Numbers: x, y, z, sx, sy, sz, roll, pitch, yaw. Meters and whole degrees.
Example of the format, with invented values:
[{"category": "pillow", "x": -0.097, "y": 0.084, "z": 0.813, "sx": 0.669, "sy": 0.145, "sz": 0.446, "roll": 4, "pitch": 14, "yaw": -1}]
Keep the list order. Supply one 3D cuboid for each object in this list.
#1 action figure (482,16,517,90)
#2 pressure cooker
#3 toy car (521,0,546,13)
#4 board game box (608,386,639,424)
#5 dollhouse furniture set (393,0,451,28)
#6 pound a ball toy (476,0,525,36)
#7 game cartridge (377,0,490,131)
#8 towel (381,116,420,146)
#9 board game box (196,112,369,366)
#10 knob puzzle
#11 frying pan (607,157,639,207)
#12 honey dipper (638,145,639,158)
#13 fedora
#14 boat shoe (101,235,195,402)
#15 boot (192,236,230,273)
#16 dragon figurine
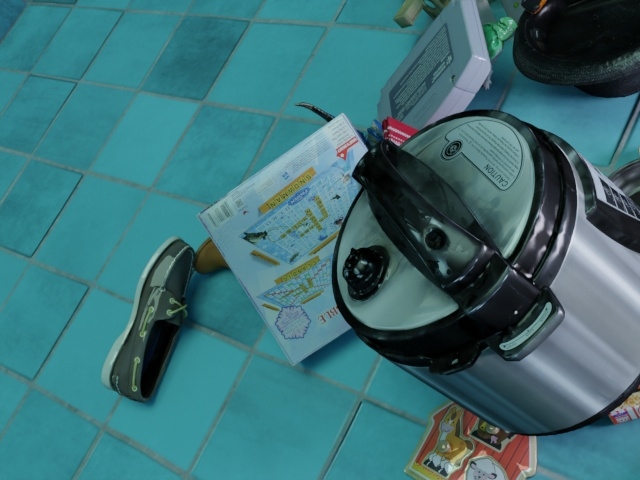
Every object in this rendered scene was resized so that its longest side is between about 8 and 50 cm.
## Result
[{"category": "action figure", "x": 0.278, "y": -0.318, "z": 1.563, "sx": 0.232, "sy": 0.063, "sz": 0.137, "roll": -50, "pitch": 38, "yaw": 45}, {"category": "pressure cooker", "x": 0.222, "y": 0.037, "z": 1.155, "sx": 0.369, "sy": 0.420, "sz": 0.376, "roll": -11, "pitch": 53, "yaw": 47}, {"category": "toy car", "x": 0.403, "y": -0.408, "z": 1.452, "sx": 0.122, "sy": 0.060, "sz": 0.040, "roll": 26, "pitch": 33, "yaw": 34}, {"category": "board game box", "x": 0.461, "y": 0.150, "z": 1.229, "sx": 0.146, "sy": 0.045, "sz": 0.194, "roll": -20, "pitch": 52, "yaw": 20}, {"category": "dollhouse furniture set", "x": 0.212, "y": -0.494, "z": 1.795, "sx": 0.182, "sy": 0.101, "sz": 0.161, "roll": -57, "pitch": 25, "yaw": -11}, {"category": "pound a ball toy", "x": 0.283, "y": -0.483, "z": 1.565, "sx": 0.135, "sy": 0.319, "sz": 0.208, "roll": -31, "pitch": 50, "yaw": 12}, {"category": "game cartridge", "x": 0.202, "y": -0.283, "z": 1.573, "sx": 0.297, "sy": 0.062, "sz": 0.198, "roll": -48, "pitch": 40, "yaw": 46}, {"category": "towel", "x": 0.191, "y": -0.074, "z": 1.459, "sx": 0.031, "sy": 0.198, "sz": 0.275, "roll": -41, "pitch": 40, "yaw": 44}, {"category": "board game box", "x": 0.000, "y": 0.000, "z": 1.492, "sx": 0.318, "sy": 0.066, "sz": 0.318, "roll": -33, "pitch": 85, "yaw": 10}, {"category": "knob puzzle", "x": 0.237, "y": 0.300, "z": 1.286, "sx": 0.213, "sy": 0.030, "sz": 0.213, "roll": -16, "pitch": 53, "yaw": 23}, {"category": "frying pan", "x": 0.569, "y": -0.083, "z": 1.308, "sx": 0.326, "sy": 0.053, "sz": 0.197, "roll": -36, "pitch": 49, "yaw": 5}, {"category": "honey dipper", "x": 0.588, "y": -0.151, "z": 1.354, "sx": 0.160, "sy": 0.030, "sz": 0.031, "roll": -11, "pitch": 56, "yaw": 25}, {"category": "fedora", "x": 0.500, "y": -0.343, "z": 1.445, "sx": 0.334, "sy": 0.152, "sz": 0.334, "roll": -24, "pitch": 45, "yaw": 27}, {"category": "boat shoe", "x": -0.312, "y": 0.152, "z": 1.664, "sx": 0.096, "sy": 0.116, "sz": 0.325, "roll": 19, "pitch": 81, "yaw": 28}, {"category": "boot", "x": -0.157, "y": 0.048, "z": 1.672, "sx": 0.197, "sy": 0.073, "sz": 0.152, "roll": -35, "pitch": 54, "yaw": 15}, {"category": "dragon figurine", "x": 0.082, "y": -0.162, "z": 1.566, "sx": 0.085, "sy": 0.289, "sz": 0.144, "roll": -41, "pitch": 15, "yaw": -19}]
